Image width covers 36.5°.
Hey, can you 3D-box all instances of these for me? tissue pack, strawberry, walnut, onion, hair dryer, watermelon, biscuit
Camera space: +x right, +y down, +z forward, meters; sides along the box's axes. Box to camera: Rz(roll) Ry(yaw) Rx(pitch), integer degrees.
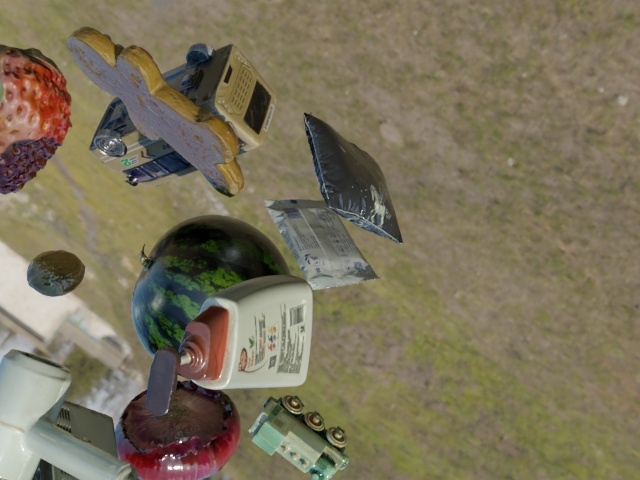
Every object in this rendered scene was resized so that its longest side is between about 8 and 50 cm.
[{"bbox_3d":[0.000,0.000,1.503,0.193,0.123,0.026,61,141,38],"label":"tissue pack"},{"bbox_3d":[-0.624,-0.218,1.888,0.265,0.336,0.149,8,-144,-11],"label":"strawberry"},{"bbox_3d":[-0.561,0.067,2.060,0.105,0.124,0.105,41,136,55],"label":"walnut"},{"bbox_3d":[-0.272,0.377,1.869,0.248,0.248,0.161,18,125,55],"label":"onion"},{"bbox_3d":[-0.331,0.284,1.334,0.357,0.173,0.107,18,174,30],"label":"hair dryer"},{"bbox_3d":[-0.171,0.093,1.548,0.269,0.269,0.269,34,168,8],"label":"watermelon"},{"bbox_3d":[-0.217,-0.187,1.292,0.301,0.049,0.197,37,157,12],"label":"biscuit"}]

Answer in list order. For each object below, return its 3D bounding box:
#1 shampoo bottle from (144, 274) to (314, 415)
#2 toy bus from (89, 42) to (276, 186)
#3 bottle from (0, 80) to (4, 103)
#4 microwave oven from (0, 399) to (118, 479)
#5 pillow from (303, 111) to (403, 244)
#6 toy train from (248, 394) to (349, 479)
[{"bbox_3d":[-0.105,0.127,1.150,0.071,0.153,0.284,10,-170,30],"label":"shampoo bottle"},{"bbox_3d":[-0.218,-0.186,1.520,0.290,0.139,0.157,-17,135,36],"label":"toy bus"},{"bbox_3d":[-0.506,-0.165,1.374,0.072,0.072,0.201,38,141,-11],"label":"bottle"},{"bbox_3d":[-0.529,0.435,1.583,0.218,0.355,0.286,42,-150,-58],"label":"microwave oven"},{"bbox_3d":[0.044,-0.075,1.262,0.208,0.055,0.141,25,-138,-61],"label":"pillow"},{"bbox_3d":[-0.037,0.371,1.802,0.194,0.080,0.125,37,-150,4],"label":"toy train"}]
